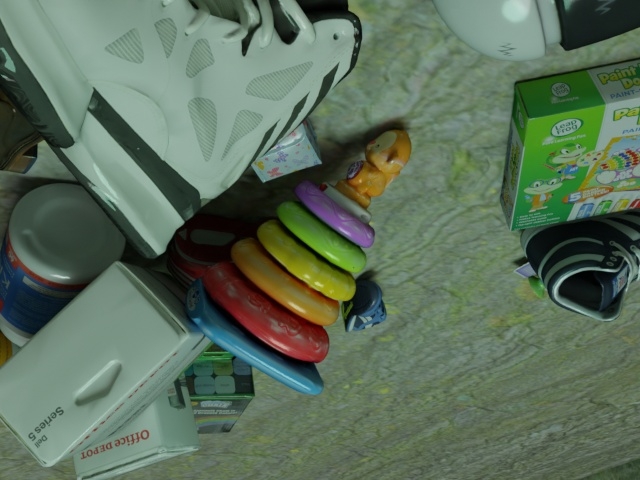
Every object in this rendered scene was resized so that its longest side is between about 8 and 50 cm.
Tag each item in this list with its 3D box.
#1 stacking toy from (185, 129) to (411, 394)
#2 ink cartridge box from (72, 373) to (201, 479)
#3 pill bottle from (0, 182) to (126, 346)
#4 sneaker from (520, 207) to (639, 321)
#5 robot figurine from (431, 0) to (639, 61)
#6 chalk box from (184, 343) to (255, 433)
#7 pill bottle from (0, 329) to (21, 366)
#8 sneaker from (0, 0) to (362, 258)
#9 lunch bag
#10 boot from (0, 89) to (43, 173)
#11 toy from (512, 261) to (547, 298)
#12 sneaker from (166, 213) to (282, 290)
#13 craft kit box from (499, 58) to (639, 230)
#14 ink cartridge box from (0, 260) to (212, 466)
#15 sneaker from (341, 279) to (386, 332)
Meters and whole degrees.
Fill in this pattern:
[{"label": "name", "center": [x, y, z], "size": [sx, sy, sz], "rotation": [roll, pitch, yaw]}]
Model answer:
[{"label": "stacking toy", "center": [0.000, 0.000, 0.937], "size": [0.166, 0.175, 0.301], "rotation": [35, 97, -18]}, {"label": "ink cartridge box", "center": [-0.272, 0.208, 1.184], "size": [0.159, 0.217, 0.092], "rotation": [-23, 160, 23]}, {"label": "pill bottle", "center": [-0.310, 0.041, 0.981], "size": [0.124, 0.124, 0.221], "rotation": [6, 146, -26]}, {"label": "sneaker", "center": [0.416, 0.015, 1.107], "size": [0.282, 0.153, 0.099], "rotation": [-13, 123, 8]}, {"label": "robot figurine", "center": [0.205, -0.236, 0.601], "size": [0.278, 0.173, 0.209], "rotation": [-18, 115, 14]}, {"label": "chalk box", "center": [-0.181, 0.200, 1.300], "size": [0.133, 0.132, 0.213], "rotation": [3, 148, -20]}, {"label": "pill bottle", "center": [-0.488, 0.158, 1.121], "size": [0.137, 0.136, 0.245], "rotation": [-19, 150, 16]}, {"label": "sneaker", "center": [-0.113, -0.175, 0.598], "size": [0.257, 0.169, 0.447], "rotation": [-40, 159, -10]}, {"label": "lunch bag", "center": [-0.045, -0.106, 0.875], "size": [0.071, 0.053, 0.083], "rotation": [-17, 141, 9]}, {"label": "boot", "center": [-0.285, -0.127, 0.732], "size": [0.106, 0.082, 0.219], "rotation": [6, 149, -31]}, {"label": "toy", "center": [0.420, 0.028, 1.253], "size": [0.237, 0.056, 0.137], "rotation": [-28, 147, 29]}, {"label": "sneaker", "center": [-0.090, 0.029, 1.092], "size": [0.221, 0.087, 0.128], "rotation": [16, 152, -18]}, {"label": "craft kit box", "center": [0.343, -0.111, 0.984], "size": [0.250, 0.060, 0.246], "rotation": [-11, 148, 2]}, {"label": "ink cartridge box", "center": [-0.234, 0.135, 0.979], "size": [0.198, 0.115, 0.273], "rotation": [-44, 175, -3]}, {"label": "sneaker", "center": [0.073, 0.096, 1.273], "size": [0.059, 0.053, 0.144], "rotation": [-2, 159, -13]}]
